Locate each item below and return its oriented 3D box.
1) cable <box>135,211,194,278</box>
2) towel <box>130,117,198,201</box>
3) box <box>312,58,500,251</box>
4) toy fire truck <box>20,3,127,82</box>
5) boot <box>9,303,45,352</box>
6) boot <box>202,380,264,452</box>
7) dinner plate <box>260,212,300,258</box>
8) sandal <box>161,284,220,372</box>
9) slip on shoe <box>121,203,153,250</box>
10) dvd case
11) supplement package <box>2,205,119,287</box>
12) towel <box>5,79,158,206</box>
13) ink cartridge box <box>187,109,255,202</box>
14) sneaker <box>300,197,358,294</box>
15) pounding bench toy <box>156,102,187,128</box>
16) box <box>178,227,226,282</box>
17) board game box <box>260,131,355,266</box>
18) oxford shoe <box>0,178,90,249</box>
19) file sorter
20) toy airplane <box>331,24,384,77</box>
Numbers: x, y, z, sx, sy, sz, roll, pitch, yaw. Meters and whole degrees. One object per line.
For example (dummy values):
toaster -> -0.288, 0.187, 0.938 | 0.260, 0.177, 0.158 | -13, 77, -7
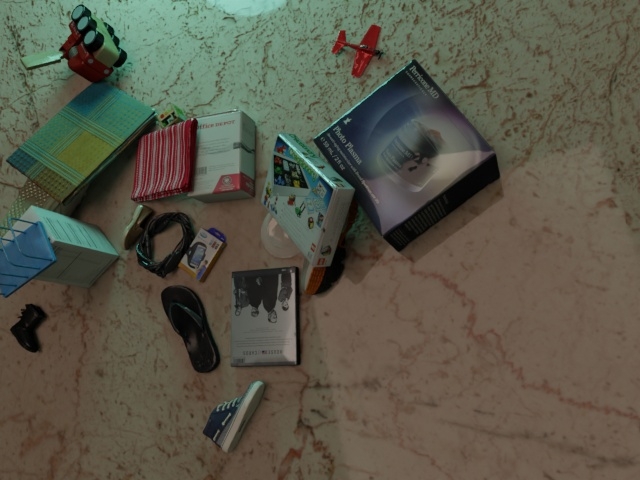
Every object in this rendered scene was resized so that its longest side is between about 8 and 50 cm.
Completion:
cable -> -0.420, 0.001, 1.591 | 0.150, 0.047, 0.184 | 34, 94, 28
towel -> -0.425, -0.213, 1.586 | 0.274, 0.031, 0.199 | -6, 77, 42
box -> 0.194, -0.188, 1.330 | 0.294, 0.183, 0.296 | -37, 69, 8
toy fire truck -> -0.734, -0.550, 1.741 | 0.246, 0.158, 0.217 | -41, 58, 12
boot -> -0.827, 0.248, 1.685 | 0.121, 0.045, 0.099 | 38, 90, 23
boot -> -0.212, 0.407, 1.412 | 0.086, 0.069, 0.190 | 29, 91, 20
dinner plate -> -0.090, -0.025, 1.487 | 0.141, 0.017, 0.141 | -4, 79, 18
sandal -> -0.334, 0.217, 1.504 | 0.097, 0.054, 0.254 | -38, 69, 9
slip on shoe -> -0.505, -0.032, 1.625 | 0.041, 0.051, 0.135 | 22, 81, 11
dvd case -> -0.138, 0.189, 1.453 | 0.179, 0.029, 0.239 | -5, 78, 19
supplement package -> -0.691, 0.023, 1.572 | 0.139, 0.244, 0.134 | -45, 68, 6
towel -> -0.678, -0.291, 1.680 | 0.271, 0.040, 0.370 | 33, 72, 23
ink cartridge box -> -0.259, -0.218, 1.547 | 0.158, 0.092, 0.218 | -5, 79, 20
sneaker -> 0.000, 0.000, 1.420 | 0.121, 0.099, 0.262 | 20, 91, 46
pounding bench toy -> -0.413, -0.327, 1.646 | 0.065, 0.052, 0.083 | -33, 70, 11
box -> -0.307, 0.032, 1.548 | 0.081, 0.028, 0.136 | 31, 92, 23
board game box -> -0.041, -0.101, 1.355 | 0.305, 0.053, 0.193 | 49, 130, 47
oxford shoe -> -0.761, -0.129, 1.700 | 0.169, 0.130, 0.449 | 20, 72, 22
file sorter -> -0.745, 0.040, 1.400 | 0.170, 0.104, 0.118 | -33, 73, 10
toy airplane -> 0.094, -0.499, 1.511 | 0.151, 0.028, 0.151 | -4, 76, 18
